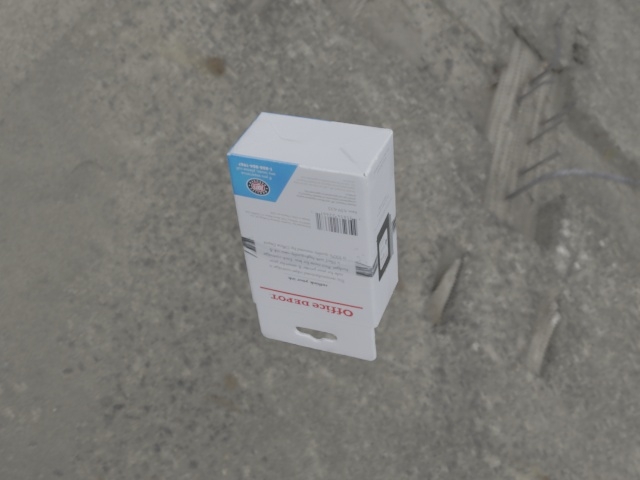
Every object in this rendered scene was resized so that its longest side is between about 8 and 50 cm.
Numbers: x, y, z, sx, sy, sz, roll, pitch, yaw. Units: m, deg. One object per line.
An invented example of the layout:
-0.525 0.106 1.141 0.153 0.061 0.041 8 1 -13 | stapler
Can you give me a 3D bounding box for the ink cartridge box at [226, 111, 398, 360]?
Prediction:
0.000 0.000 0.668 0.060 0.104 0.180 -60 154 -44 | ink cartridge box
